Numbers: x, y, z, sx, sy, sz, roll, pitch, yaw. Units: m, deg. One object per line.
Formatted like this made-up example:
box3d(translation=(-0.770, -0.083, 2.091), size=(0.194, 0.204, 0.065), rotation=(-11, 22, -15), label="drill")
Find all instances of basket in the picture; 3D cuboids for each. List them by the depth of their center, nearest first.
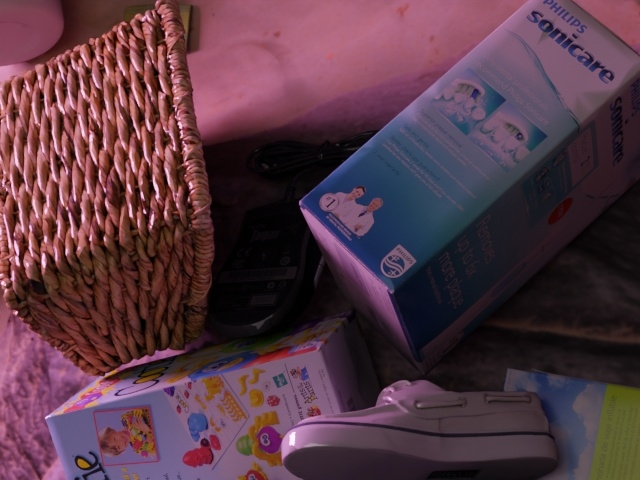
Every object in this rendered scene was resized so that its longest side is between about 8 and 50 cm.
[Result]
box3d(translation=(-0.173, -0.041, 1.545), size=(0.223, 0.213, 0.299), rotation=(-24, 51, 13), label="basket")

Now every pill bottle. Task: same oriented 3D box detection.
box3d(translation=(-0.371, -0.336, 1.744), size=(0.146, 0.146, 0.264), rotation=(-17, 70, 16), label="pill bottle")

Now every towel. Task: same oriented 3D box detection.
box3d(translation=(-0.179, -0.228, 1.717), size=(0.083, 0.009, 0.060), rotation=(-2, 75, 20), label="towel")

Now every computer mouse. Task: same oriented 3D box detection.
box3d(translation=(0.000, 0.000, 1.531), size=(0.184, 0.060, 0.262), rotation=(-8, 45, 21), label="computer mouse")

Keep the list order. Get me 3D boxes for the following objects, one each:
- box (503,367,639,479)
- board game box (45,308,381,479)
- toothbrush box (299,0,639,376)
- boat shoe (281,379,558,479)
box3d(translation=(0.248, 0.181, 1.426), size=(0.178, 0.042, 0.109), rotation=(8, 78, 24), label="box")
box3d(translation=(-0.089, 0.177, 1.480), size=(0.275, 0.142, 0.144), rotation=(-15, 98, 17), label="board game box")
box3d(translation=(0.145, -0.049, 1.402), size=(0.295, 0.216, 0.126), rotation=(-42, 65, -9), label="toothbrush box")
box3d(translation=(0.082, 0.164, 1.369), size=(0.095, 0.258, 0.084), rotation=(-48, 43, 49), label="boat shoe")
